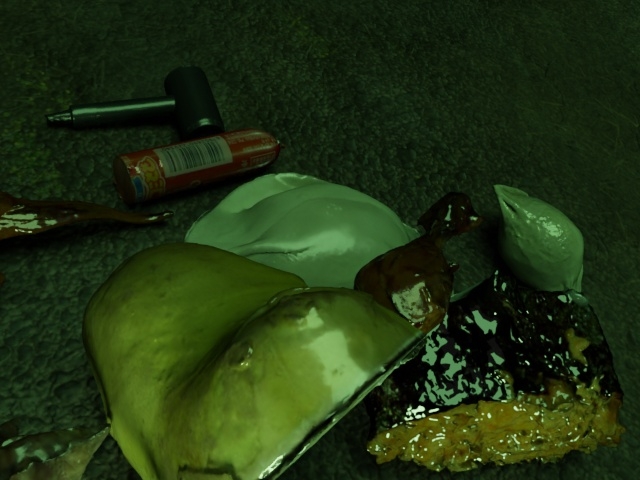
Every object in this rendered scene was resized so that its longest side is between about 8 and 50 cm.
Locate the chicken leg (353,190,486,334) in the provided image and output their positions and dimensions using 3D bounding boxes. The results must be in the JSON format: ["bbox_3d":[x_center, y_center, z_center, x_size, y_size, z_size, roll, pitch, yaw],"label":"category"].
[{"bbox_3d":[0.119,0.018,0.955,0.113,0.093,0.304,-4,28,26],"label":"chicken leg"}]

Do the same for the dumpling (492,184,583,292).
[{"bbox_3d":[0.350,-0.003,1.270,0.216,0.126,0.166,35,32,12],"label":"dumpling"}]

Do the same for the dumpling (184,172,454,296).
[{"bbox_3d":[-0.004,0.000,1.098,0.341,0.181,0.260,-11,38,-2],"label":"dumpling"}]

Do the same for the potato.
[{"bbox_3d":[-0.116,0.112,0.804,0.290,0.397,0.296,-40,78,-20],"label":"potato"}]

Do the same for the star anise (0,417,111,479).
[{"bbox_3d":[-0.331,0.254,0.728,0.349,0.109,0.292,20,63,34],"label":"star anise"}]

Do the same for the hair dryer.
[{"bbox_3d":[-0.276,-0.183,1.210,0.255,0.070,0.128,-13,59,-21],"label":"hair dryer"}]

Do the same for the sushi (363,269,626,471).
[{"bbox_3d":[0.218,0.167,1.005,0.348,0.234,0.207,-2,54,-17],"label":"sushi"}]

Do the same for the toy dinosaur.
[{"bbox_3d":[-0.404,-0.013,0.991,0.432,0.097,0.208,17,32,-18],"label":"toy dinosaur"}]

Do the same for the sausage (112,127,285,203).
[{"bbox_3d":[-0.166,-0.118,1.183,0.274,0.074,0.074,-19,61,-33],"label":"sausage"}]
